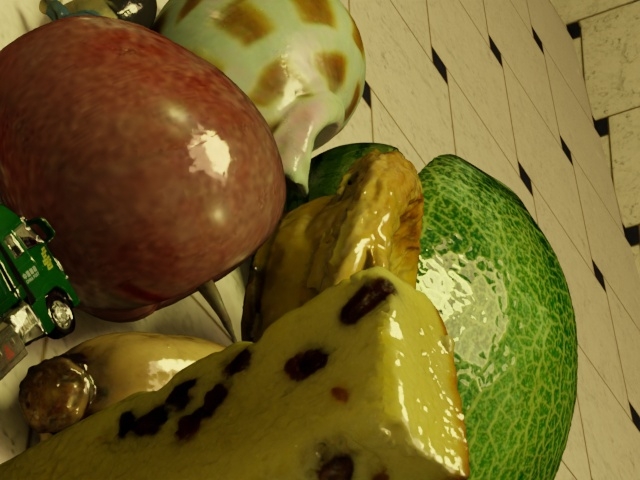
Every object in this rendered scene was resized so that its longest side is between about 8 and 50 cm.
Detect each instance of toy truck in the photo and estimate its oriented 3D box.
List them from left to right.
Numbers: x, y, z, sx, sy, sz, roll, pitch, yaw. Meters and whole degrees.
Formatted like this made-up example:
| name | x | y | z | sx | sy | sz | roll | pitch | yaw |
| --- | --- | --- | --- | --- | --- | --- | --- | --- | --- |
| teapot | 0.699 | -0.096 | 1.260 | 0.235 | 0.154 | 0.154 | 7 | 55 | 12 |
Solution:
| name | x | y | z | sx | sy | sz | roll | pitch | yaw |
| --- | --- | --- | --- | --- | --- | --- | --- | --- | --- |
| toy truck | -0.246 | 0.055 | 1.032 | 0.121 | 0.088 | 0.259 | 62 | 21 | -11 |

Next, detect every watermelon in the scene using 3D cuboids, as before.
| name | x | y | z | sx | sy | sz | roll | pitch | yaw |
| --- | --- | --- | --- | --- | --- | --- | --- | --- | --- |
| watermelon | 0.003 | -0.002 | 1.646 | 0.232 | 0.127 | 0.204 | -53 | 156 | -47 |

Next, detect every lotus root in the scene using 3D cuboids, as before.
| name | x | y | z | sx | sy | sz | roll | pitch | yaw |
| --- | --- | --- | --- | --- | --- | --- | --- | --- | --- |
| lotus root | -0.108 | 0.147 | 1.207 | 0.257 | 0.140 | 0.154 | 26 | 74 | -49 |

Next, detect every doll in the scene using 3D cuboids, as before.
| name | x | y | z | sx | sy | sz | roll | pitch | yaw |
| --- | --- | --- | --- | --- | --- | --- | --- | --- | --- |
| doll | -0.203 | -0.173 | 1.427 | 0.179 | 0.089 | 0.102 | -43 | 109 | -45 |

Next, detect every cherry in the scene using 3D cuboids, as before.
| name | x | y | z | sx | sy | sz | roll | pitch | yaw |
| --- | --- | --- | --- | --- | --- | --- | --- | --- | --- |
| cherry | -0.133 | -0.044 | 1.247 | 0.285 | 0.213 | 0.236 | 55 | -24 | 9 |

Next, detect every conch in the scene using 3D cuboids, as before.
| name | x | y | z | sx | sy | sz | roll | pitch | yaw |
| --- | --- | --- | --- | --- | --- | --- | --- | --- | --- |
| conch | -0.081 | -0.145 | 1.535 | 0.197 | 0.249 | 0.368 | 54 | -4 | -12 |

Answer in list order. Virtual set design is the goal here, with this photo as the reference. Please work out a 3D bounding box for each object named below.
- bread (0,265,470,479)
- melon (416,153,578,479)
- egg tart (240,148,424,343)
| name | x | y | z | sx | sy | sz | roll | pitch | yaw |
| --- | --- | --- | --- | --- | --- | --- | --- | --- | --- |
| bread | -0.082 | 0.141 | 0.943 | 0.077 | 0.361 | 0.138 | 46 | 28 | -29 |
| melon | 0.121 | 0.083 | 1.634 | 0.331 | 0.226 | 0.344 | 23 | 80 | -23 |
| egg tart | 0.009 | 0.059 | 1.358 | 0.294 | 0.123 | 0.294 | 10 | 90 | -79 |
